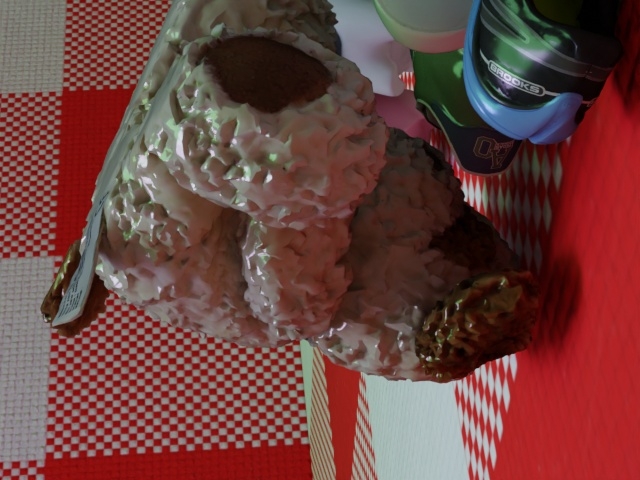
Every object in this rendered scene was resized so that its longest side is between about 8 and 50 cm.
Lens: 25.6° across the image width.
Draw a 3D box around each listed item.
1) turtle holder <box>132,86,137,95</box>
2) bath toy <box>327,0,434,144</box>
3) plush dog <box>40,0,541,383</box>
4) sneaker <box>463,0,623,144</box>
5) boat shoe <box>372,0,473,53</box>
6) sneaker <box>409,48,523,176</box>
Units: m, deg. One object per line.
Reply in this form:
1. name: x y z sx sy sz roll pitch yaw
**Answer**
1. turtle holder: -0.067 -0.136 1.403 0.227 0.243 0.320 -66 -31 -60
2. bath toy: 0.021 -0.094 0.974 0.151 0.129 0.348 -42 -40 -50
3. plush dog: 0.000 0.000 0.717 0.210 0.225 0.262 -61 15 16
4. sneaker: 0.089 -0.130 0.552 0.078 0.067 0.188 134 139 -55
5. boat shoe: 0.066 -0.169 0.660 0.070 0.078 0.219 83 -165 -60
6. sneaker: 0.068 -0.098 0.728 0.192 0.064 0.086 -108 20 -62
